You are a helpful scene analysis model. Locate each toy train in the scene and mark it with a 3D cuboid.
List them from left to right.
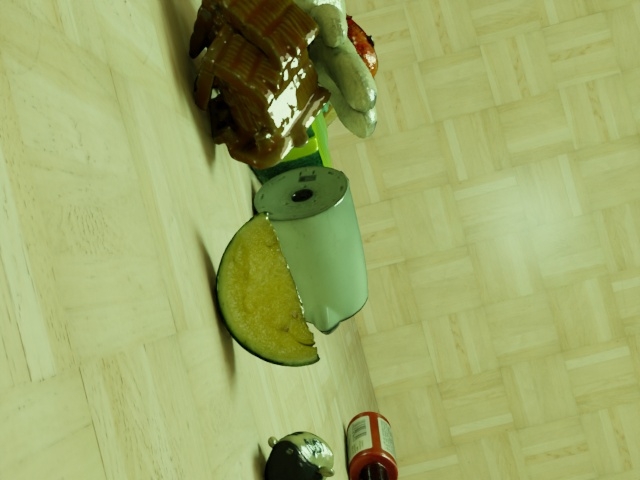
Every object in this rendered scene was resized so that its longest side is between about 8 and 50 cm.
[{"bbox_3d":[-0.069,-0.245,1.653,0.442,0.179,0.272,60,24,-75],"label":"toy train"}]

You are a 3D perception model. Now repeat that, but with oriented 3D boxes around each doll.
[{"bbox_3d":[-0.018,0.276,1.043,0.089,0.102,0.179,-59,154,-23],"label":"doll"},{"bbox_3d":[-0.001,-0.282,1.331,0.278,0.149,0.175,61,-42,25],"label":"doll"}]

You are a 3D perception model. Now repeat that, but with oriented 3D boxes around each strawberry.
[{"bbox_3d":[0.036,-0.359,1.676,0.188,0.082,0.121,53,-23,30],"label":"strawberry"}]

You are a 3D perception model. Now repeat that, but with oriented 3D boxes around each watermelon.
[{"bbox_3d":[-0.073,0.070,1.020,0.075,0.092,0.181,118,-49,-76],"label":"watermelon"}]

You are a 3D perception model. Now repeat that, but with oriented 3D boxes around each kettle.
[{"bbox_3d":[0.000,0.000,1.577,0.240,0.165,0.255,-79,157,-52],"label":"kettle"}]

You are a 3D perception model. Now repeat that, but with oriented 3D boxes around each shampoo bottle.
[{"bbox_3d":[0.110,0.471,1.894,0.278,0.104,0.104,-89,163,-75],"label":"shampoo bottle"}]

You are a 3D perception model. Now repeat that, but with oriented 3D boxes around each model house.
[{"bbox_3d":[-0.107,-0.250,1.222,0.199,0.220,0.229,-49,132,-32],"label":"model house"}]

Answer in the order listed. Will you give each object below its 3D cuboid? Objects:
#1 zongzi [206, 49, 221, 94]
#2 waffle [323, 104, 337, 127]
[{"bbox_3d":[-0.156,-0.277,1.421,0.083,0.074,0.067,-65,172,-3],"label":"zongzi"},{"bbox_3d":[-0.063,-0.419,2.031,0.261,0.114,0.376,-37,-117,58],"label":"waffle"}]
